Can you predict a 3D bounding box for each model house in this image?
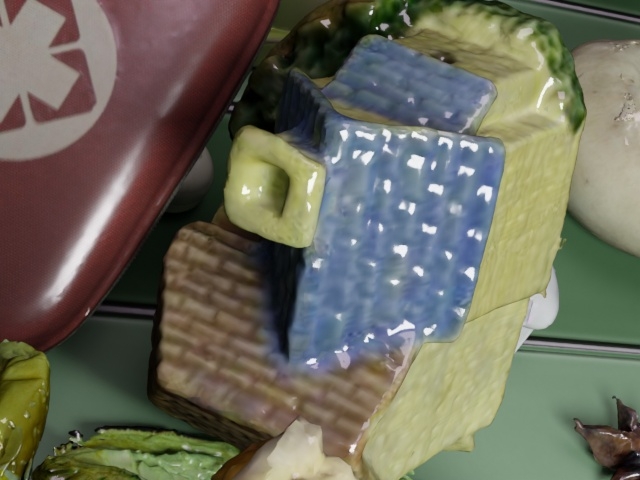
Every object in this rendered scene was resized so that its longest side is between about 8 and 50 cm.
[{"bbox_3d":[0.000,0.000,1.001,0.261,0.321,0.266,22,24,22],"label":"model house"}]

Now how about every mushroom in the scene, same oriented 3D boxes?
[{"bbox_3d":[0.325,-0.101,1.400,0.246,0.202,0.246,21,36,-16],"label":"mushroom"}]

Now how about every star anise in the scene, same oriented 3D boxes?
[{"bbox_3d":[0.278,0.177,1.242,0.129,0.056,0.124,-13,61,-37],"label":"star anise"}]

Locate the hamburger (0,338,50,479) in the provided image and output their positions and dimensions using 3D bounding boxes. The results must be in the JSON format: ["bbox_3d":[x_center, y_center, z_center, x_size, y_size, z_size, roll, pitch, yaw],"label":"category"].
[{"bbox_3d":[-0.227,0.120,0.888,0.125,0.214,0.235,30,44,-18],"label":"hamburger"}]

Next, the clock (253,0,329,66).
[{"bbox_3d":[-0.053,-0.293,1.391,0.348,0.117,0.286,6,52,-25],"label":"clock"}]

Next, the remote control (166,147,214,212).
[{"bbox_3d":[-0.187,-0.069,1.181,0.221,0.042,0.078,8,52,-25],"label":"remote control"}]

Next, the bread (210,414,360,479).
[{"bbox_3d":[-0.076,0.332,0.689,0.279,0.371,0.390,43,49,1],"label":"bread"}]

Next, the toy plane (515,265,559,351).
[{"bbox_3d":[0.092,-0.011,1.247,0.252,0.118,0.252,28,28,-17],"label":"toy plane"}]

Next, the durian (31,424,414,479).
[{"bbox_3d":[0.003,0.194,1.004,0.394,0.163,0.198,15,45,-11],"label":"durian"}]

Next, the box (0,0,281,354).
[{"bbox_3d":[-0.200,-0.114,1.026,0.263,0.108,0.404,30,82,1],"label":"box"}]
